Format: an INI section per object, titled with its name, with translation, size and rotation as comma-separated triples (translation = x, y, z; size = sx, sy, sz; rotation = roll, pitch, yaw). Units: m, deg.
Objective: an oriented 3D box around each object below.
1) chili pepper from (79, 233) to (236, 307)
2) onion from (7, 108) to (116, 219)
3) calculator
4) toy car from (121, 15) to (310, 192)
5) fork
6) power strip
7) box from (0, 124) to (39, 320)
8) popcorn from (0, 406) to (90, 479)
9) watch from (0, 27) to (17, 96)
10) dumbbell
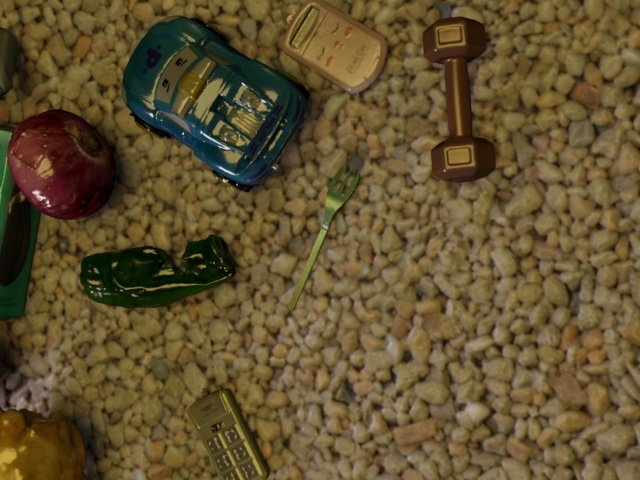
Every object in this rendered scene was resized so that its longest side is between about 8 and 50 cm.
[chili pepper]
translation = -0.253, 0.053, 1.528
size = 0.253, 0.083, 0.099
rotation = -9, 77, 12
[onion]
translation = -0.398, -0.115, 1.523
size = 0.153, 0.177, 0.177
rotation = -22, 81, 47
[calculator]
translation = 0.020, -0.294, 1.484
size = 0.175, 0.032, 0.100
rotation = 33, 97, 15
[toy car]
translation = -0.173, -0.216, 1.472
size = 0.314, 0.166, 0.198
rotation = 35, 94, 15
[fork]
translation = -0.001, 0.000, 1.486
size = 0.039, 0.021, 0.235
rotation = 24, 95, 18
[power strip]
translation = -0.145, 0.302, 1.514
size = 0.076, 0.028, 0.169
rotation = -31, 80, 14
[box]
translation = -0.573, -0.040, 1.602
size = 0.205, 0.118, 0.311
rotation = 11, 91, 15
[popcorn]
translation = -0.454, 0.367, 1.520
size = 0.190, 0.191, 0.253
rotation = -1, 94, 26
[watch]
translation = -0.593, -0.278, 1.594
size = 0.193, 0.068, 0.206
rotation = -10, 48, -1
[dumbbell]
translation = 0.197, -0.198, 1.404
size = 0.092, 0.082, 0.230
rotation = -4, 87, 17
